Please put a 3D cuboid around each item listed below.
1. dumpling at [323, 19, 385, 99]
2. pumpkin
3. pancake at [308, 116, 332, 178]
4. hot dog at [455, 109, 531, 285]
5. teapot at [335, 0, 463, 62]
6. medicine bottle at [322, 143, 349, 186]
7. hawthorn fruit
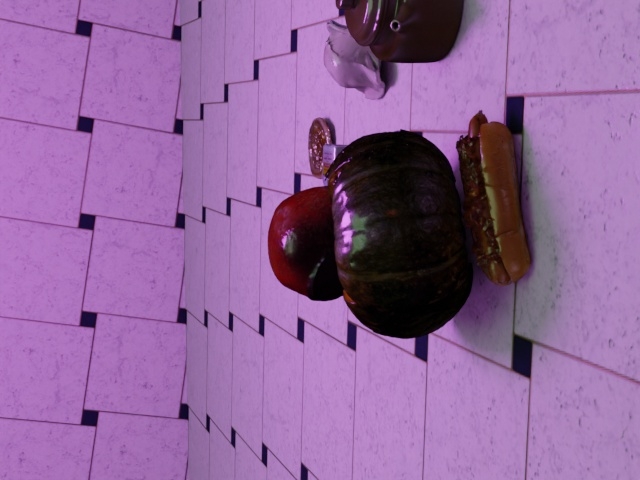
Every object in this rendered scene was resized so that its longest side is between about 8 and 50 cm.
[{"bbox_3d":[0.062,-0.321,1.894,0.188,0.108,0.127,50,164,37],"label":"dumpling"},{"bbox_3d":[0.115,-0.010,1.516,0.320,0.192,0.320,-10,-90,-82],"label":"pumpkin"},{"bbox_3d":[0.000,-0.194,2.183,0.139,0.022,0.139,179,90,-72],"label":"pancake"},{"bbox_3d":[0.230,-0.059,1.429,0.102,0.076,0.249,139,127,-70],"label":"hot dog"},{"bbox_3d":[0.106,-0.381,1.637,0.267,0.175,0.185,-120,37,-55],"label":"teapot"},{"bbox_3d":[0.037,-0.129,2.026,0.074,0.055,0.118,-157,67,-68],"label":"medicine bottle"},{"bbox_3d":[0.000,0.000,1.916,0.250,0.215,0.215,-173,83,-70],"label":"hawthorn fruit"}]
